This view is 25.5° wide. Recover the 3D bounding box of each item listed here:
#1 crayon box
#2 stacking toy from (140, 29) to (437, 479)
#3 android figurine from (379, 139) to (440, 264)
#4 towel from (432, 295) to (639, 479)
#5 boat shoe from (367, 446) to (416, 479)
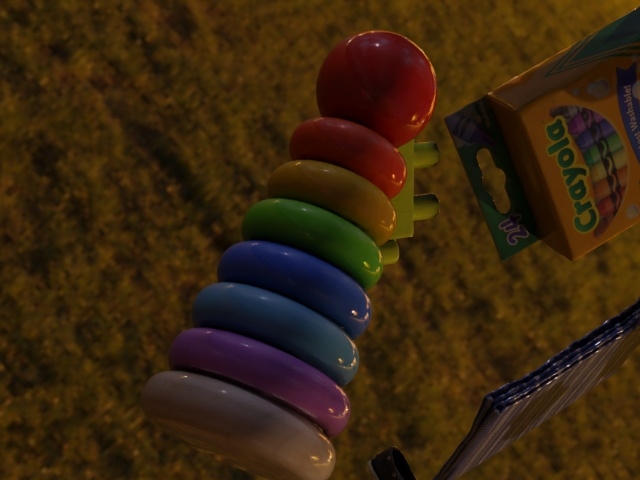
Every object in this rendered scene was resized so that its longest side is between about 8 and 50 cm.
[{"bbox_3d":[0.323,-0.121,1.582,0.203,0.323,0.083,65,-10,-27],"label":"crayon box"},{"bbox_3d":[0.000,0.000,1.005,0.141,0.330,0.141,21,-18,7],"label":"stacking toy"},{"bbox_3d":[0.064,-0.080,2.153,0.273,0.248,0.056,-6,14,-32],"label":"android figurine"},{"bbox_3d":[0.298,0.184,1.817,0.336,0.243,0.040,-27,68,-29],"label":"towel"},{"bbox_3d":[0.108,0.311,1.701,0.133,0.042,0.049,57,23,13],"label":"boat shoe"}]
